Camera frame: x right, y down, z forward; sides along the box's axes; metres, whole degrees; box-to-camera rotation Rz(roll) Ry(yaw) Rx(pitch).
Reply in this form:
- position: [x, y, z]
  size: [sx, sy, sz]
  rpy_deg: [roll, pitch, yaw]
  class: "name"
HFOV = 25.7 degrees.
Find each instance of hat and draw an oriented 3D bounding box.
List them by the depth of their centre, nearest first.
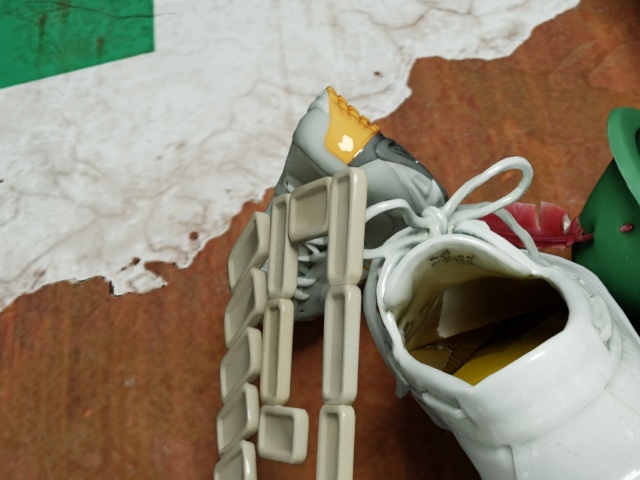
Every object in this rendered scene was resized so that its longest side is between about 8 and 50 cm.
- position: [0.172, 0.032, 0.895]
  size: [0.183, 0.173, 0.208]
  rpy_deg: [-39, 17, 25]
  class: "hat"

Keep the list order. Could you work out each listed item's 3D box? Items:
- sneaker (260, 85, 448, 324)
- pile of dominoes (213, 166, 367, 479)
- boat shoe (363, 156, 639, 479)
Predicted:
- position: [0.000, 0.000, 0.865]
  size: [0.099, 0.262, 0.121]
  rpy_deg: [42, 79, 10]
  class: "sneaker"
- position: [-0.009, 0.097, 0.764]
  size: [0.040, 0.196, 0.251]
  rpy_deg: [6, 83, -22]
  class: "pile of dominoes"
- position: [0.080, 0.034, 0.746]
  size: [0.136, 0.156, 0.367]
  rpy_deg: [-33, 13, 6]
  class: "boat shoe"
